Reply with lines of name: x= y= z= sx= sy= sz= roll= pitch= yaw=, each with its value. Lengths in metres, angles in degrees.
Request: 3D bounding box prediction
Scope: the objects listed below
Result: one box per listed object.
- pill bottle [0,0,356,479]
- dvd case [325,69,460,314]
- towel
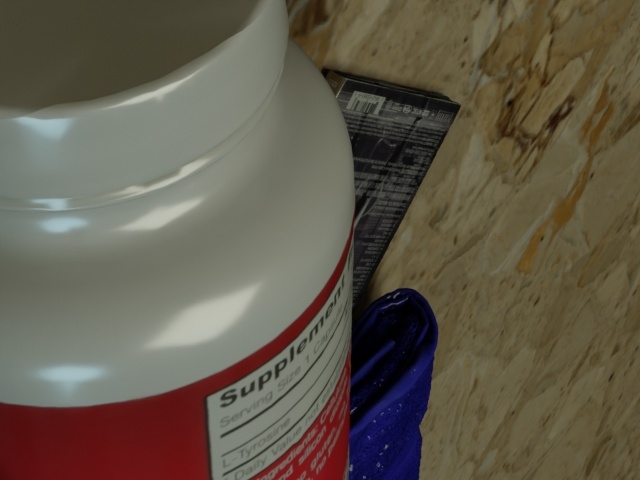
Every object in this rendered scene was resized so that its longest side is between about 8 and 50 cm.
pill bottle: x=-0.099 y=0.030 z=0.852 sx=0.229 sy=0.229 sz=0.407 roll=-40 pitch=148 yaw=-30
dvd case: x=0.000 y=0.000 z=1.219 sx=0.164 sy=0.018 sz=0.221 roll=3 pitch=116 yaw=-61
towel: x=0.003 y=0.198 z=1.357 sx=0.228 sy=0.076 sz=0.308 roll=-40 pitch=153 yaw=-28
